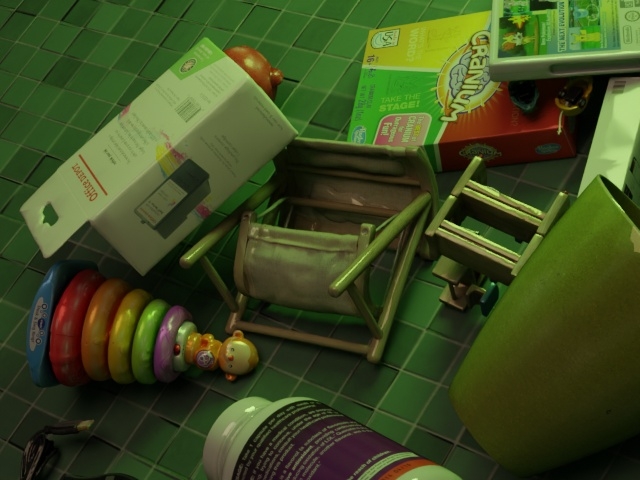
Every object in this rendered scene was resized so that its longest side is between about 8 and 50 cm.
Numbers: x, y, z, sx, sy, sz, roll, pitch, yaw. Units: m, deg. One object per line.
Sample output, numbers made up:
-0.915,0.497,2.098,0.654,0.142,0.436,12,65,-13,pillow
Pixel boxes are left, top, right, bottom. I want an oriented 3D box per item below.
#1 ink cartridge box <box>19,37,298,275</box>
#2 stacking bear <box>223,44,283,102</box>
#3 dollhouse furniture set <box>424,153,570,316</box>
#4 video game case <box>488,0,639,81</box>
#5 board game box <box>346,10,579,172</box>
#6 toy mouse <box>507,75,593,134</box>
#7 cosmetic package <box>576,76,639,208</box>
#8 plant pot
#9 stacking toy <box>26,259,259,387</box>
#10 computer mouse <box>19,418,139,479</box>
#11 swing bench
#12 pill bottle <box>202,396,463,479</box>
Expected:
-0.223,-0.093,2.029,0.353,0.119,0.207,-42,31,-1,ink cartridge box
-0.185,-0.174,2.240,0.289,0.164,0.175,-41,47,-13,stacking bear
0.224,0.010,1.863,0.129,0.184,0.129,26,69,23,dollhouse furniture set
0.382,-0.324,2.038,0.300,0.036,0.329,-3,40,11,video game case
0.205,-0.210,2.113,0.316,0.064,0.242,-6,52,24,board game box
0.299,-0.209,1.993,0.143,0.031,0.161,23,66,35,toy mouse
0.378,-0.084,1.900,0.060,0.099,0.239,4,58,27,cosmetic package
0.297,0.125,1.697,0.293,0.275,0.275,-43,45,13,plant pot
-0.228,0.135,2.032,0.302,0.166,0.175,11,93,13,stacking toy
-0.302,0.321,1.977,0.262,0.060,0.184,-11,54,36,computer mouse
0.000,0.000,1.997,0.253,0.165,0.255,9,55,34,swing bench
0.012,0.293,1.735,0.323,0.181,0.181,24,69,44,pill bottle
